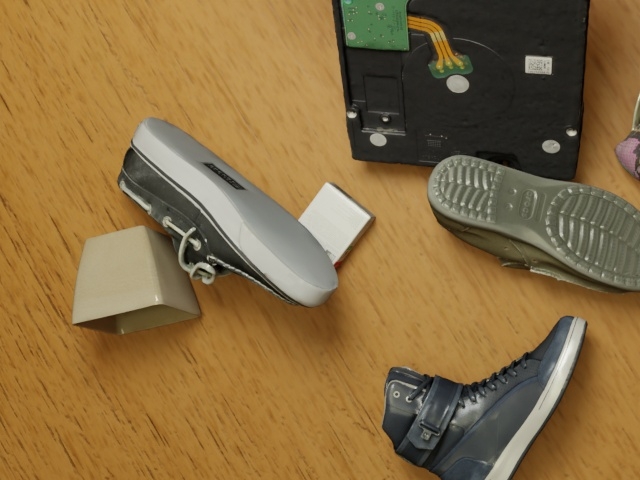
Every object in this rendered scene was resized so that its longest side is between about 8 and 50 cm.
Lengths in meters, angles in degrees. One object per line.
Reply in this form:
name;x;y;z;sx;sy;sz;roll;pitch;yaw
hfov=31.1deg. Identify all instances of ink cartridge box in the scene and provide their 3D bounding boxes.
ink cartridge box;0.000;0.000;1.246;0.063;0.029;0.115;39;102;11

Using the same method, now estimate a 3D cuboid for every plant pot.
plant pot;-0.208;0.042;1.272;0.109;0.109;0.096;-14;75;15

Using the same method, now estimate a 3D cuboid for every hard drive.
hard drive;0.132;-0.204;1.074;0.237;0.339;0.064;6;50;15

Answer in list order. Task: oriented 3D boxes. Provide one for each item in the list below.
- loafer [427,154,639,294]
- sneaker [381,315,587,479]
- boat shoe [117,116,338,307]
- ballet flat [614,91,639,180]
loafer;0.225;-0.013;1.164;0.251;0.087;0.094;24;72;3
sneaker;0.158;0.145;1.175;0.163;0.086;0.226;32;100;10
boat shoe;-0.111;-0.009;1.220;0.306;0.113;0.105;39;109;23
ballet flat;0.363;-0.159;1.124;0.079;0.077;0.221;40;102;31
